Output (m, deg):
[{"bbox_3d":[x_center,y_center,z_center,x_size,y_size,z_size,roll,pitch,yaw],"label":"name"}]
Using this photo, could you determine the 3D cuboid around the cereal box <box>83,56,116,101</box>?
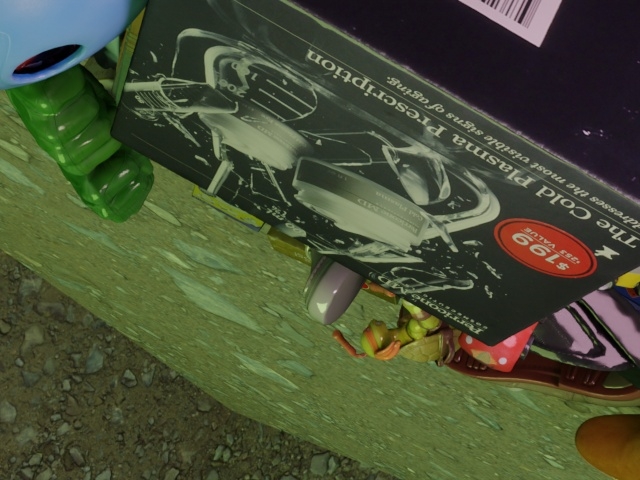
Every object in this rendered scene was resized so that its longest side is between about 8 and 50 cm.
[{"bbox_3d":[-0.153,-0.145,1.437,0.173,0.047,0.240,40,160,-31],"label":"cereal box"}]

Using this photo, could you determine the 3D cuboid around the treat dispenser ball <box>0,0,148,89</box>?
[{"bbox_3d":[-0.225,-0.236,0.801,0.288,0.288,0.288,26,165,8],"label":"treat dispenser ball"}]

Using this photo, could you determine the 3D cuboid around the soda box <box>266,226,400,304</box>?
[{"bbox_3d":[0.026,0.014,1.629,0.181,0.058,0.061,25,165,14],"label":"soda box"}]

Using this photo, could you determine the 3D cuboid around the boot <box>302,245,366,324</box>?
[{"bbox_3d":[0.000,0.000,1.373,0.123,0.095,0.258,30,-158,7],"label":"boot"}]

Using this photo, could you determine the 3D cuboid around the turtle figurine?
[{"bbox_3d":[0.133,0.086,1.378,0.217,0.087,0.269,-15,161,-10],"label":"turtle figurine"}]

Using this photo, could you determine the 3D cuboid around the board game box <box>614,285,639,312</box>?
[{"bbox_3d":[0.325,0.064,1.236,0.145,0.027,0.281,52,160,-11],"label":"board game box"}]

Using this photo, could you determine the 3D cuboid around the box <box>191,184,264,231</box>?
[{"bbox_3d":[-0.103,-0.067,1.624,0.105,0.043,0.179,28,164,-2],"label":"box"}]

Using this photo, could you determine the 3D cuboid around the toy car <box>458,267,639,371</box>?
[{"bbox_3d":[0.176,-0.020,1.098,0.225,0.239,0.053,56,148,25],"label":"toy car"}]

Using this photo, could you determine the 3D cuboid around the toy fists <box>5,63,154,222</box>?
[{"bbox_3d":[-0.256,-0.117,1.399,0.142,0.096,0.279,56,174,26],"label":"toy fists"}]

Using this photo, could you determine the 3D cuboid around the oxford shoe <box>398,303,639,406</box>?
[{"bbox_3d":[0.249,0.131,1.510,0.348,0.123,0.130,18,167,38],"label":"oxford shoe"}]

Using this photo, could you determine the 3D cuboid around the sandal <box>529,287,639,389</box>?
[{"bbox_3d":[0.224,0.078,1.201,0.446,0.107,0.167,43,-178,10],"label":"sandal"}]

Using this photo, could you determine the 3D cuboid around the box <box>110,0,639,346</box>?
[{"bbox_3d":[0.062,-0.109,0.867,0.343,0.179,0.312,29,159,-5],"label":"box"}]

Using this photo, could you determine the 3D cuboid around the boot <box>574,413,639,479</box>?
[{"bbox_3d":[0.436,0.236,1.591,0.295,0.104,0.211,12,154,32],"label":"boot"}]

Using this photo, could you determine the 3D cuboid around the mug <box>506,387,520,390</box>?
[{"bbox_3d":[0.248,0.157,1.715,0.064,0.062,0.078,45,153,-25],"label":"mug"}]

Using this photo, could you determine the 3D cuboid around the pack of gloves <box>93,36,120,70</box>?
[{"bbox_3d":[-0.263,-0.269,1.278,0.195,0.046,0.232,39,163,4],"label":"pack of gloves"}]

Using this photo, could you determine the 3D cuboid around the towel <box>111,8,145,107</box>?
[{"bbox_3d":[-0.050,-0.154,1.169,0.271,0.040,0.370,27,156,-3],"label":"towel"}]
